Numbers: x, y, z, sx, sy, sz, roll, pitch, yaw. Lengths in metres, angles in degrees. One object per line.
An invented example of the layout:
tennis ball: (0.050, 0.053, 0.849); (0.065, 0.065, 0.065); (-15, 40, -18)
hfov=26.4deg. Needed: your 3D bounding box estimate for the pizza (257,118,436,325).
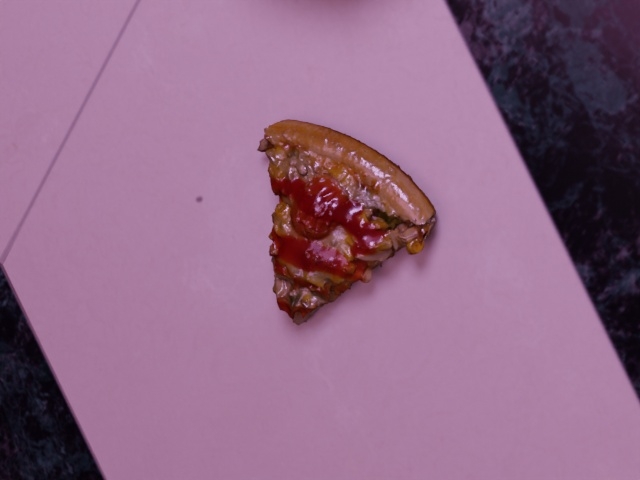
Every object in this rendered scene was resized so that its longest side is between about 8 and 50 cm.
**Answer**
pizza: (0.000, 0.000, 1.250); (0.188, 0.062, 0.199); (29, 116, 22)
